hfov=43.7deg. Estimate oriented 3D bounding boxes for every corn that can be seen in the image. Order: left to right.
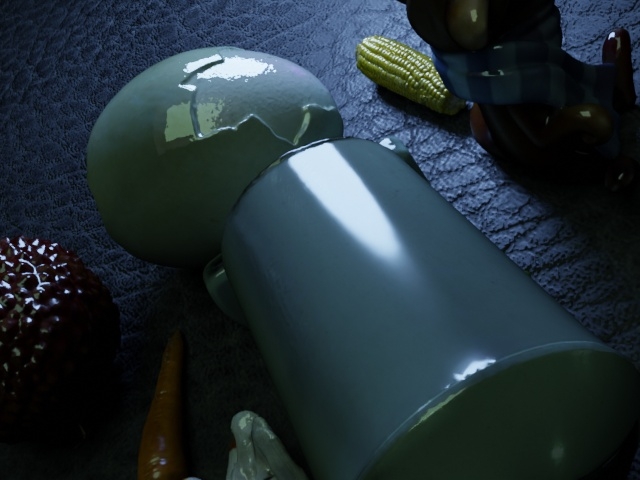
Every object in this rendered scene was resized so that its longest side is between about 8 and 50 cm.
[{"bbox_3d":[0.120,-0.232,1.106,0.067,0.067,0.206,-47,49,-4],"label":"corn"}]

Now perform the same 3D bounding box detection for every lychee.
[{"bbox_3d":[-0.392,0.141,1.061,0.264,0.300,0.264,-30,8,5],"label":"lychee"}]

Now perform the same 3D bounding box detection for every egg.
[{"bbox_3d":[-0.129,-0.115,1.040,0.336,0.278,0.278,-22,50,15],"label":"egg"}]

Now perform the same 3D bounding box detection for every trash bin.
[{"bbox_3d":[0.086,0.108,0.751,0.280,0.280,0.432,-39,43,4],"label":"trash bin"}]

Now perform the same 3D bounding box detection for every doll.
[{"bbox_3d":[0.226,-0.221,0.870,0.209,0.340,0.318,-37,34,10],"label":"doll"}]

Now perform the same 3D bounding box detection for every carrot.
[{"bbox_3d":[-0.195,0.215,1.003,0.061,0.061,0.257,-23,47,18],"label":"carrot"}]

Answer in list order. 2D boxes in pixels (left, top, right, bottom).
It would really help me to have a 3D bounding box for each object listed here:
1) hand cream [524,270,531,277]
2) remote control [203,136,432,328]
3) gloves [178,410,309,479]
[{"bbox_3d":[0.212,0.090,0.849,0.036,0.023,0.122,-23,47,45],"label":"hand cream"},{"bbox_3d":[0.000,0.000,0.969,0.296,0.140,0.056,-35,43,6],"label":"remote control"},{"bbox_3d":[-0.068,0.285,0.842,0.140,0.131,0.219,-38,16,7],"label":"gloves"}]
